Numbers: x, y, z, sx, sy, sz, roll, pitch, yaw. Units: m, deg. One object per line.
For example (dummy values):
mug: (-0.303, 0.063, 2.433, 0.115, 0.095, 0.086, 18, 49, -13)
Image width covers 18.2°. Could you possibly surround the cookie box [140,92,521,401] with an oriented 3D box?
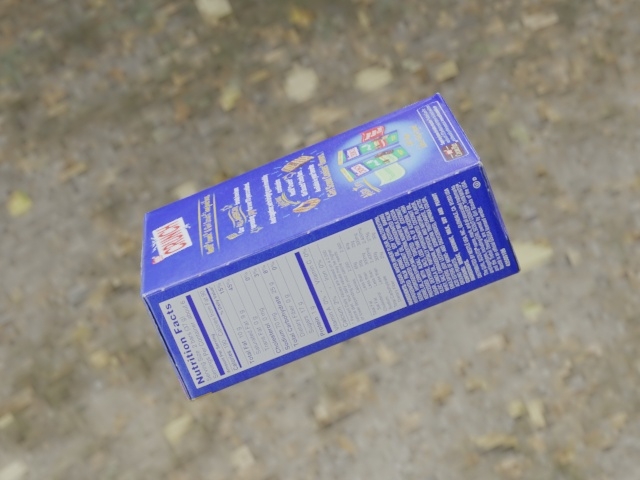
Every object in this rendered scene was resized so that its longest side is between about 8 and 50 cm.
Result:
cookie box: (0.000, 0.000, 0.622, 0.107, 0.040, 0.092, -21, 17, 2)
